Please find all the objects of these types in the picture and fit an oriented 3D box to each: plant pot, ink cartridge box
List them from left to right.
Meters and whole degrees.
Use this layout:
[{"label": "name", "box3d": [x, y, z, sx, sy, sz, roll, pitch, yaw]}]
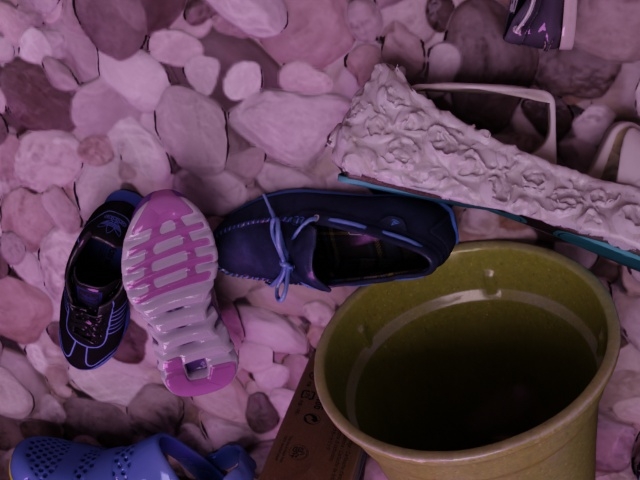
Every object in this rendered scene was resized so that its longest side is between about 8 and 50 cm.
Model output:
[{"label": "ink cartridge box", "box3d": [-0.007, 0.260, 1.131, 0.088, 0.234, 0.193, 12, 121, 8]}, {"label": "plant pot", "box3d": [0.159, 0.184, 1.054, 0.276, 0.276, 0.254, -6, 127, 17]}]

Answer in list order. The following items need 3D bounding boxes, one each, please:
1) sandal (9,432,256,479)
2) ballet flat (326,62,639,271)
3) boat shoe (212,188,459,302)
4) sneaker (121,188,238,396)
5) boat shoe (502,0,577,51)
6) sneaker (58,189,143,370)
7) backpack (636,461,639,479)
[{"label": "sandal", "box3d": [-0.197, 0.272, 1.259, 0.317, 0.126, 0.138, 13, 117, -3]}, {"label": "ballet flat", "box3d": [0.209, -0.060, 0.969, 0.409, 0.147, 0.147, 18, 121, 3]}, {"label": "boat shoe", "box3d": [0.000, 0.000, 1.065, 0.258, 0.089, 0.109, -10, 118, 25]}, {"label": "sneaker", "box3d": [-0.148, 0.044, 1.120, 0.095, 0.104, 0.236, -13, 125, -7]}, {"label": "boat shoe", "box3d": [0.179, -0.252, 0.898, 0.065, 0.075, 0.206, 0, 123, 10]}, {"label": "sneaker", "box3d": [-0.241, 0.059, 1.160, 0.081, 0.090, 0.232, 21, 121, 2]}, {"label": "backpack", "box3d": [0.407, 0.252, 1.090, 0.182, 0.115, 0.152, -21, 107, 14]}]
